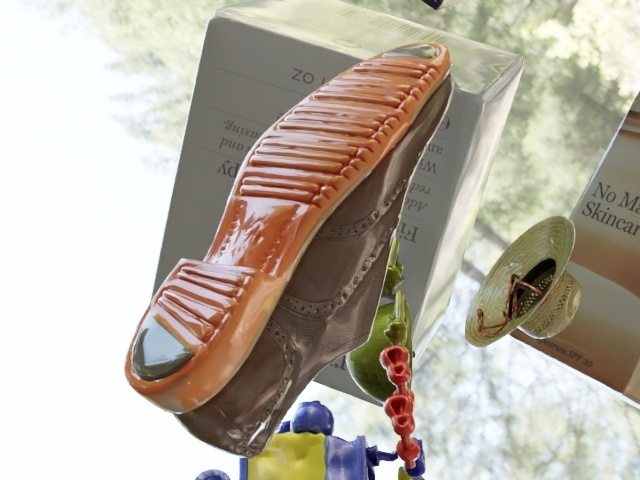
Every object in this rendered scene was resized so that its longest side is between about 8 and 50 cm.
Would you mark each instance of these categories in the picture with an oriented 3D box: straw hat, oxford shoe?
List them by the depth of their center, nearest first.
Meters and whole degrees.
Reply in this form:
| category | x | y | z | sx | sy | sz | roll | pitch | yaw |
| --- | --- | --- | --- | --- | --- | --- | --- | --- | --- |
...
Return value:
| category | x | y | z | sx | sy | sz | roll | pitch | yaw |
| --- | --- | --- | --- | --- | --- | --- | --- | --- | --- |
| oxford shoe | 0.000 | 0.000 | 0.956 | 0.364 | 0.130 | 0.133 | -52 | -54 | -15 |
| straw hat | 0.200 | 0.053 | 1.117 | 0.061 | 0.144 | 0.144 | 37 | -83 | -15 |

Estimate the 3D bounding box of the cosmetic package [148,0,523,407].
| category | x | y | z | sx | sy | sz | roll | pitch | yaw |
| --- | --- | --- | --- | --- | --- | --- | --- | --- | --- |
| cosmetic package | 0.025 | -0.071 | 1.535 | 0.327 | 0.329 | 0.394 | -45 | -28 | -66 |

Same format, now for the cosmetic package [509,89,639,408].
| category | x | y | z | sx | sy | sz | roll | pitch | yaw |
| --- | --- | --- | --- | --- | --- | --- | --- | --- | --- |
| cosmetic package | 0.333 | 0.009 | 1.209 | 0.129 | 0.153 | 0.296 | 31 | -93 | -45 |

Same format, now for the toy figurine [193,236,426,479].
| category | x | y | z | sx | sy | sz | roll | pitch | yaw |
| --- | --- | --- | --- | --- | --- | --- | --- | --- | --- |
| toy figurine | -0.015 | 0.183 | 1.130 | 0.217 | 0.363 | 0.191 | -8 | -42 | 5 |

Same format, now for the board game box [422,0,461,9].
| category | x | y | z | sx | sy | sz | roll | pitch | yaw |
| --- | --- | --- | --- | --- | --- | --- | --- | --- | --- |
| board game box | 0.185 | -0.360 | 1.357 | 0.208 | 0.056 | 0.347 | -54 | -3 | 17 |
